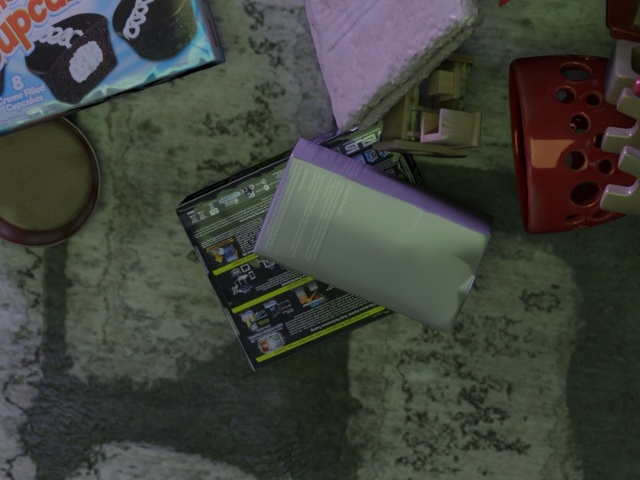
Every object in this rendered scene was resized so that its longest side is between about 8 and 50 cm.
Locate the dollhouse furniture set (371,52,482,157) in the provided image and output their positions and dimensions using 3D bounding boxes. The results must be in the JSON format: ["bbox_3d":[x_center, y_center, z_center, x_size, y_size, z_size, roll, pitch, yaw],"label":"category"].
[{"bbox_3d":[0.141,-0.186,1.887,0.101,0.161,0.182,5,87,-26],"label":"dollhouse furniture set"}]

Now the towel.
[{"bbox_3d":[0.073,-0.247,1.843,0.049,0.282,0.187,-7,73,-30],"label":"towel"}]

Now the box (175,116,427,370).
[{"bbox_3d":[0.000,0.000,2.017,0.270,0.060,0.216,-24,100,13],"label":"box"}]

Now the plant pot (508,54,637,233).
[{"bbox_3d":[0.294,-0.110,1.886,0.174,0.191,0.191,-8,103,2],"label":"plant pot"}]

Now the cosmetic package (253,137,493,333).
[{"bbox_3d":[0.060,-0.006,1.924,0.238,0.107,0.127,23,106,-2],"label":"cosmetic package"}]

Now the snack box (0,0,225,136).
[{"bbox_3d":[-0.286,-0.240,1.978,0.322,0.060,0.187,-17,90,12],"label":"snack box"}]

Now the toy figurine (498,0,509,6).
[{"bbox_3d":[0.215,-0.403,1.854,0.362,0.217,0.191,51,129,38],"label":"toy figurine"}]

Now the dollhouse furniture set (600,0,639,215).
[{"bbox_3d":[0.377,-0.209,1.725,0.152,0.374,0.201,12,136,-2],"label":"dollhouse furniture set"}]

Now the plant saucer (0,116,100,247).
[{"bbox_3d":[-0.335,-0.076,2.059,0.168,0.029,0.168,2,103,7],"label":"plant saucer"}]
